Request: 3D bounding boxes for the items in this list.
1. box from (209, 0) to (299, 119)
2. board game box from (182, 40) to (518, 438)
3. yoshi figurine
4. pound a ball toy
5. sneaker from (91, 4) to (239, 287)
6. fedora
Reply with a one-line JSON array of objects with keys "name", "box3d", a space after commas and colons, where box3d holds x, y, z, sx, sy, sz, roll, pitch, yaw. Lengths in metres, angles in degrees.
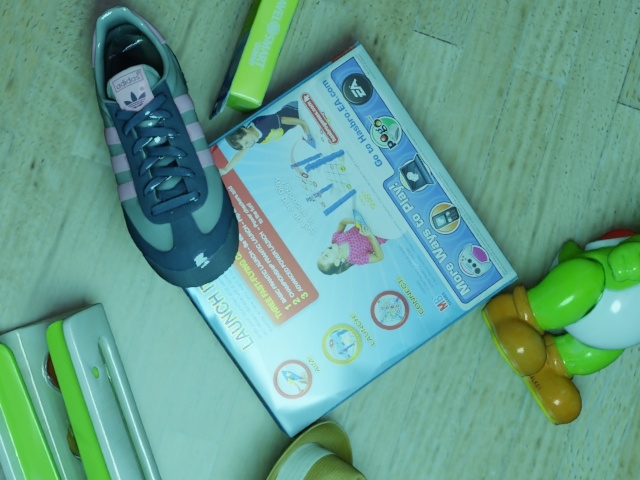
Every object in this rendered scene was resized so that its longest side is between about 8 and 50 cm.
[{"name": "box", "box3d": [-0.065, -0.208, 1.742, 0.042, 0.109, 0.178, 21, 86, -9]}, {"name": "board game box", "box3d": [0.000, 0.000, 1.760, 0.302, 0.086, 0.308, -34, 94, -8]}, {"name": "yoshi figurine", "box3d": [0.370, 0.061, 1.728, 0.362, 0.203, 0.203, -33, 90, 6]}, {"name": "pound a ball toy", "box3d": [-0.289, 0.202, 1.707, 0.208, 0.136, 0.319, -18, 92, 17]}, {"name": "sneaker", "box3d": [-0.171, -0.098, 1.635, 0.112, 0.131, 0.319, -24, 54, 0]}, {"name": "fedora", "box3d": [0.004, 0.288, 1.710, 0.079, 0.194, 0.194, 16, 86, 32]}]
